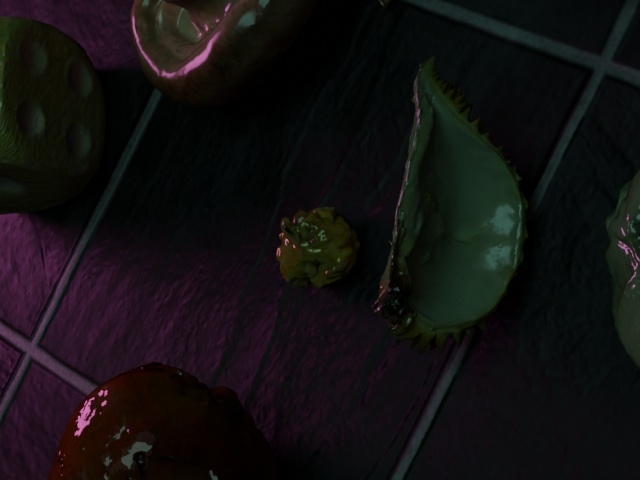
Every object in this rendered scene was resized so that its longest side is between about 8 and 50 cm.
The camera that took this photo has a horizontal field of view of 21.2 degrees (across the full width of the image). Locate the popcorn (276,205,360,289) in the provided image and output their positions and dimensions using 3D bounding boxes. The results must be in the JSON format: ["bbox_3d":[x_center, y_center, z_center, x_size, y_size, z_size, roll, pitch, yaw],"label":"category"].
[{"bbox_3d":[0.000,0.000,1.624,0.084,0.084,0.084,-13,67,33],"label":"popcorn"}]

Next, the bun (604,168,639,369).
[{"bbox_3d":[0.313,0.017,1.343,0.221,0.108,0.221,-13,67,32],"label":"bun"}]

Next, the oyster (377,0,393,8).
[{"bbox_3d":[0.052,-0.294,1.701,0.086,0.029,0.132,6,81,44],"label":"oyster"}]

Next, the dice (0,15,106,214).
[{"bbox_3d":[-0.345,-0.133,1.850,0.169,0.166,0.169,-14,66,32],"label":"dice"}]

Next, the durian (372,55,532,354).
[{"bbox_3d":[0.097,-0.026,1.503,0.144,0.139,0.252,12,82,43],"label":"durian"}]

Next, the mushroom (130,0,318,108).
[{"bbox_3d":[-0.098,-0.268,1.730,0.278,0.146,0.278,-17,67,43],"label":"mushroom"}]

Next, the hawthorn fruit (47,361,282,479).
[{"bbox_3d":[-0.161,0.254,1.568,0.211,0.211,0.299,49,117,37],"label":"hawthorn fruit"}]
